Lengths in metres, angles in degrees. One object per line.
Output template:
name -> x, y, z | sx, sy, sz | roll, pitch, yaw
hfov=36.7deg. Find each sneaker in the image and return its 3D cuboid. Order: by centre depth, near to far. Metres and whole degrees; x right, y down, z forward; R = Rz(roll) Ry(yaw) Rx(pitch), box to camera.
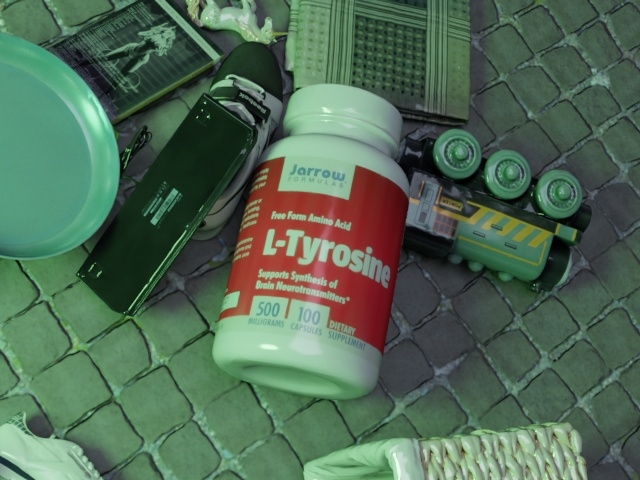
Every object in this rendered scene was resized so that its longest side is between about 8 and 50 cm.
sneaker -> -0.322, 0.315, 1.246 | 0.235, 0.090, 0.094 | 36, 52, -7
sneaker -> -0.121, -0.168, 1.417 | 0.123, 0.146, 0.330 | 18, 68, -8

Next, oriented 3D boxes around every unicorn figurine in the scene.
unicorn figurine -> -0.133, -0.358, 1.522 | 0.162, 0.060, 0.111 | -4, 74, 0

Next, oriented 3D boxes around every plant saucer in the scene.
plant saucer -> -0.413, -0.121, 1.265 | 0.318, 0.044, 0.317 | 18, 61, -36

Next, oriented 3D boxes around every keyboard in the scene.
keyboard -> -0.232, -0.063, 1.334 | 0.201, 0.033, 0.317 | 38, 93, 30

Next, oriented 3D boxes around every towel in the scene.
towel -> 0.100, -0.350, 1.591 | 0.312, 0.056, 0.324 | 9, 69, -16

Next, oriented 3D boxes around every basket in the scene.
basket -> 0.164, 0.413, 1.226 | 0.267, 0.331, 0.328 | -3, 75, -23

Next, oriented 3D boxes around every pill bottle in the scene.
pill bottle -> 0.000, 0.000, 1.351 | 0.229, 0.229, 0.407 | 15, 70, -11

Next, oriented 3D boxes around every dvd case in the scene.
dvd case -> -0.280, -0.278, 1.450 | 0.221, 0.018, 0.164 | -36, 71, -23

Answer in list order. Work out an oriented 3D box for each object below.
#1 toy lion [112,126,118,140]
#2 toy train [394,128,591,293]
toy lion -> -0.346, -0.162, 1.413 | 0.096, 0.034, 0.100 | 0, 73, -23
toy train -> 0.256, -0.043, 1.495 | 0.334, 0.142, 0.190 | 20, 81, -11
